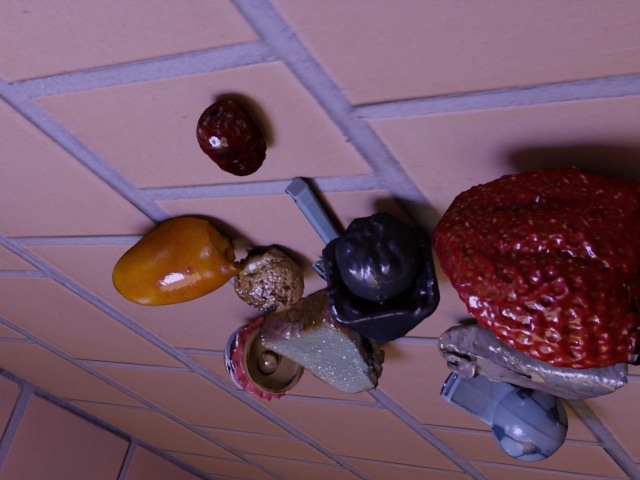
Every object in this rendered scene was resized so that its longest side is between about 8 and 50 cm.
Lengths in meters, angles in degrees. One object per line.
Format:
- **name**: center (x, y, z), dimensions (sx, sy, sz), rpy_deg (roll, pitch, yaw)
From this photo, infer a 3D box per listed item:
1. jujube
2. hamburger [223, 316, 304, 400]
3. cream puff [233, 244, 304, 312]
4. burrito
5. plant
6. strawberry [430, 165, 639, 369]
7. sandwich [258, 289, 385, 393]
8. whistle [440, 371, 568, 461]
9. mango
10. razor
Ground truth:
- **jujube**: center (-0.116, -0.130, 1.213), dimensions (0.077, 0.077, 0.129), rpy_deg (7, 159, 20)
- **hamburger**: center (-0.124, 0.238, 1.908), dimensions (0.175, 0.175, 0.137), rpy_deg (31, 163, -30)
- **cream puff**: center (-0.086, 0.071, 1.595), dimensions (0.119, 0.104, 0.133), rpy_deg (31, 152, -16)
- **burrito**: center (0.370, 0.210, 1.603), dimensions (0.347, 0.107, 0.175), rpy_deg (5, 169, 29)
- **plant**: center (0.091, 0.062, 1.368), dimensions (0.164, 0.142, 0.256), rpy_deg (-8, 148, 6)
- **strawberry**: center (0.276, 0.022, 1.091), dimensions (0.288, 0.239, 0.250), rpy_deg (23, 177, 11)
- **sandwich**: center (0.045, 0.192, 1.766), dimensions (0.254, 0.100, 0.288), rpy_deg (32, 152, -18)
- **whistle**: center (0.388, 0.346, 1.817), dimensions (0.289, 0.164, 0.163), rpy_deg (31, 152, -32)
- **mango**: center (-0.258, 0.040, 1.587), dimensions (0.252, 0.154, 0.126), rpy_deg (-15, 136, 28)
- **razor**: center (0.008, -0.007, 1.430), dimensions (0.111, 0.056, 0.278), rpy_deg (44, 166, 35)
